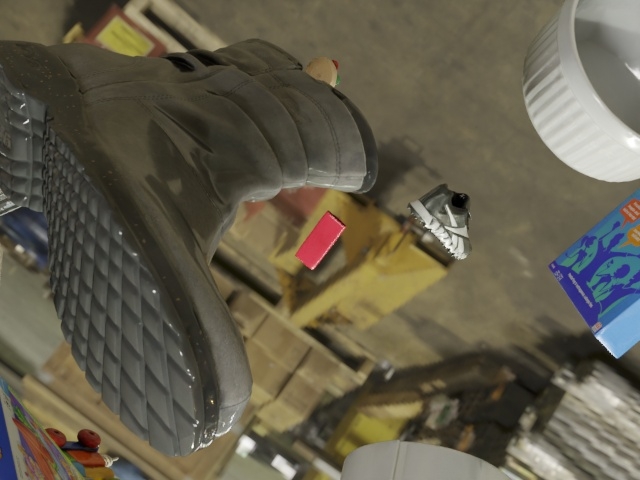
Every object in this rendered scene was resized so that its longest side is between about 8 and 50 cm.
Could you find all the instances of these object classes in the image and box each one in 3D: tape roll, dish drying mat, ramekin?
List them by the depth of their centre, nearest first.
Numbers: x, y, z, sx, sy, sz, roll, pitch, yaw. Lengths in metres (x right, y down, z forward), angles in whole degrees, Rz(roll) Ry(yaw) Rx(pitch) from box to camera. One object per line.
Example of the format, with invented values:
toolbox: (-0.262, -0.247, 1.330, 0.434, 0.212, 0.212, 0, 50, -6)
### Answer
ramekin: (0.299, -0.157, 1.085, 0.207, 0.207, 0.109, 40, 146, -8)
dish drying mat: (0.000, 0.000, 1.373, 0.032, 0.008, 0.083, 42, 123, 8)
tape roll: (0.130, 0.393, 1.418, 0.246, 0.169, 0.246, 11, 146, 7)

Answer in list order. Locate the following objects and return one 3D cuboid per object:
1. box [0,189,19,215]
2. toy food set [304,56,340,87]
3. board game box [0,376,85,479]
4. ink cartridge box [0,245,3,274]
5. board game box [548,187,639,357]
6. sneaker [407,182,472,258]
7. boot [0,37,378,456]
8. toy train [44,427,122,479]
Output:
box: (-0.499, -0.086, 1.399, 0.216, 0.270, 0.060, 75, 169, -62)
toy food set: (0.002, -0.322, 2.135, 0.083, 0.083, 0.020, 35, -162, 32)
board game box: (-0.352, 0.343, 1.339, 0.233, 0.078, 0.347, 62, 172, -32)
ink cartridge box: (-0.349, 0.028, 0.903, 0.143, 0.090, 0.092, -1, 152, -3)
board game box: (0.363, 0.009, 1.178, 0.047, 0.210, 0.160, 43, -167, -24)
sneaker: (0.267, -0.040, 2.159, 0.234, 0.106, 0.078, 40, -169, -50)
boot: (-0.054, -0.034, 0.636, 0.338, 0.222, 0.118, 55, 141, 40)
toy train: (-0.371, 0.395, 1.818, 0.143, 0.105, 0.248, 29, -175, 30)
